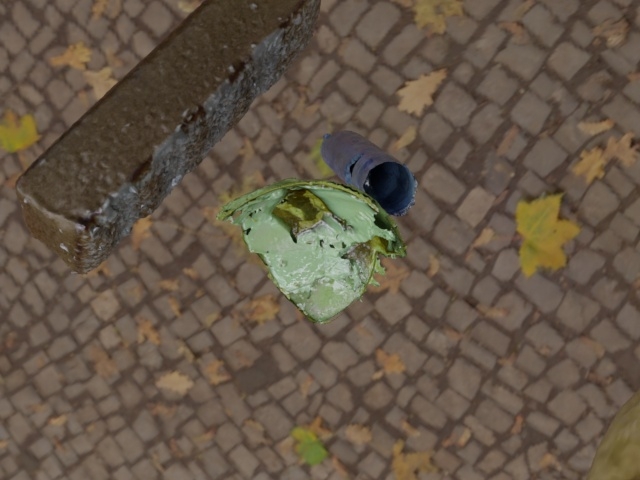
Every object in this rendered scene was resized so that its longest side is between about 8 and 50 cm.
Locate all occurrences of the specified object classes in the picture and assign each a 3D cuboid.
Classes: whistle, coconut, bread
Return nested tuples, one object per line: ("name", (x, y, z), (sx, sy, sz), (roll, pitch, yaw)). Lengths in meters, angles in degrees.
("whistle", (0.051, -0.087, 1.236), (0.062, 0.304, 0.062), (-2, 103, -9))
("coconut", (-0.002, -0.002, 0.811), (0.133, 0.055, 0.158), (-11, 139, 6))
("bread", (-0.159, -0.148, 1.190), (0.113, 0.165, 0.416), (41, 72, 2))

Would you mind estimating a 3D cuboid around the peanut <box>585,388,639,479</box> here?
("peanut", (0.360, 0.197, 0.953), (0.169, 0.387, 0.192), (18, 122, 42))
